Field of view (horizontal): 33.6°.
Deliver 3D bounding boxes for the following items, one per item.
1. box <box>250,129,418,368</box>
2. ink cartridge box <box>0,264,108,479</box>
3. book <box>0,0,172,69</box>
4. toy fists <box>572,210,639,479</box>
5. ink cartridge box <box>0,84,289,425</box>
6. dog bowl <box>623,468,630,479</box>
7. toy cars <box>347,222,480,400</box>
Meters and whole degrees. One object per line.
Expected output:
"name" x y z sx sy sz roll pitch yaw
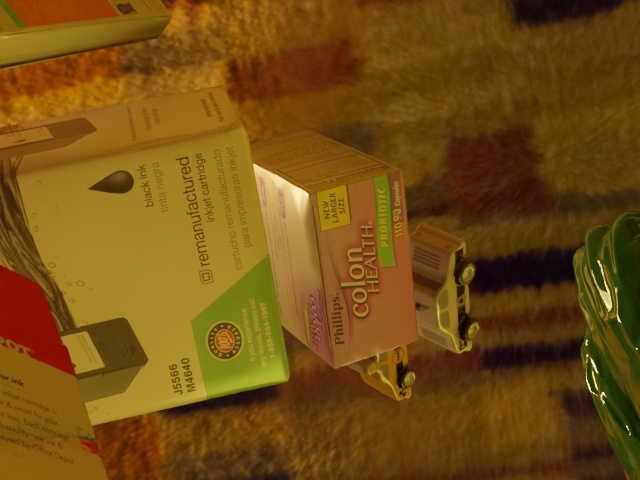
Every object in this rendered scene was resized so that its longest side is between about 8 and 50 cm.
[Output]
"box" 0.000 0.000 1.271 0.117 0.243 0.213 -16 112 -21
"ink cartridge box" -0.172 0.099 0.484 0.078 0.134 0.231 -40 50 12
"book" -0.177 -0.164 0.678 0.096 0.144 0.035 53 132 12
"toy fists" 0.250 0.087 0.787 0.096 0.279 0.142 -22 51 2
"ink cartridge box" -0.176 0.022 0.740 0.273 0.115 0.198 -13 115 -8
"dog bowl" 0.455 0.195 0.961 0.408 0.150 0.408 27 132 34
"toy cars" 0.116 0.126 1.542 0.176 0.087 0.393 53 147 10
